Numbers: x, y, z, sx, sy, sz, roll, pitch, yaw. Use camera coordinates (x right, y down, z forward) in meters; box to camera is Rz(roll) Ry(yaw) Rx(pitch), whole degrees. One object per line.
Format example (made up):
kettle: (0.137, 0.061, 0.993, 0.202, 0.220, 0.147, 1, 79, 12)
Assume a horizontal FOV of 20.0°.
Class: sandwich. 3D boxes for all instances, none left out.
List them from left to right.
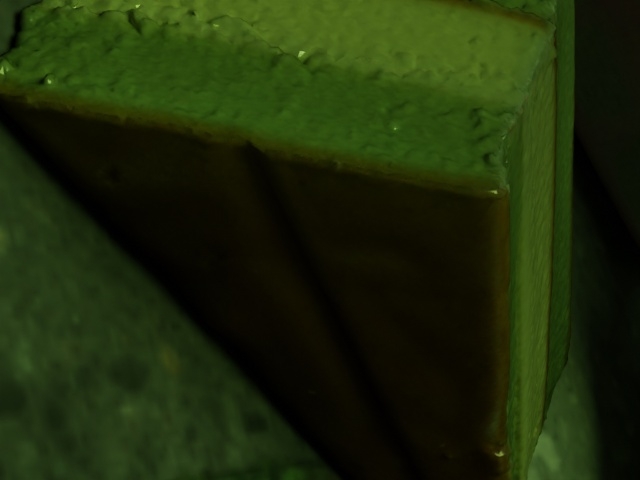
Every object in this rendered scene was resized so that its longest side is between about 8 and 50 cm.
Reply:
sandwich: (0.000, 0.000, 0.552, 0.187, 0.144, 0.117, 84, 22, -43)

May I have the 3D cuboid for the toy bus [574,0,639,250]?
toy bus: (0.131, -0.141, 0.663, 0.127, 0.147, 0.302, -36, 100, -49)
